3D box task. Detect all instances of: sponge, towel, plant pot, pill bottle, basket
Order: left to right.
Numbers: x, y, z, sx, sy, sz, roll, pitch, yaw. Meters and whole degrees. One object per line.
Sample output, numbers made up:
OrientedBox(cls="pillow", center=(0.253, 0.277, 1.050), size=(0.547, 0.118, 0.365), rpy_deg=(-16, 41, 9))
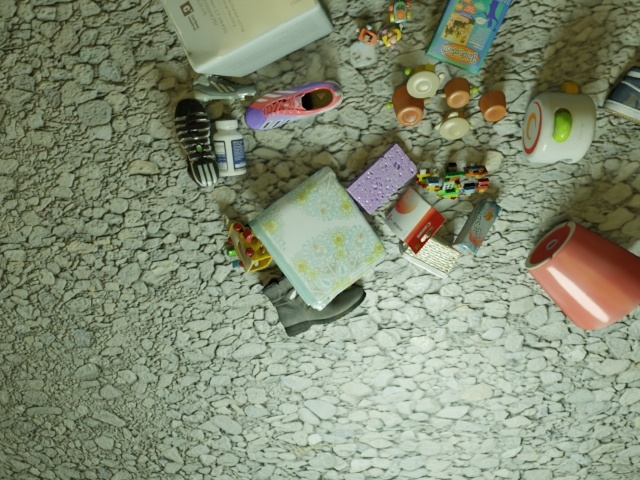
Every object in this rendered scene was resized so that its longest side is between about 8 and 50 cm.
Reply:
OrientedBox(cls="pill bottle", center=(-0.291, -0.298, 1.360), size=(0.094, 0.094, 0.169), rpy_deg=(0, 109, 7))
OrientedBox(cls="towel", center=(0.000, 0.000, 1.384), size=(0.321, 0.090, 0.374), rpy_deg=(-37, 102, -7))
OrientedBox(cls="sponge", center=(0.193, -0.193, 1.340), size=(0.210, 0.031, 0.117), rpy_deg=(-43, 108, 6))
OrientedBox(cls="basket", center=(0.354, 0.032, 1.386), size=(0.167, 0.113, 0.103), rpy_deg=(28, 107, -4))
OrientedBox(cls="plant pot", center=(0.784, 0.089, 1.284), size=(0.243, 0.275, 0.275), rpy_deg=(41, 110, 4))

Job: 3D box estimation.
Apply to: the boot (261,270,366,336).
OrientedBox(cls="boot", center=(-0.029, 0.184, 1.492), size=(0.338, 0.118, 0.222), rpy_deg=(-26, 98, 10))

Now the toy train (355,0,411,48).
OrientedBox(cls="toy train", center=(0.180, -0.610, 1.198), size=(0.125, 0.046, 0.166), rpy_deg=(28, 126, -11))

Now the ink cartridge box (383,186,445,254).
OrientedBox(cls="ink cartridge box", center=(0.287, -0.063, 1.328), size=(0.045, 0.179, 0.145), rpy_deg=(24, 113, -31))

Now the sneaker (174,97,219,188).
OrientedBox(cls="sneaker", center=(-0.411, -0.296, 1.368), size=(0.107, 0.162, 0.281), rpy_deg=(-11, 88, -26))

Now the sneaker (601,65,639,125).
OrientedBox(cls="sneaker", center=(0.952, -0.382, 1.168), size=(0.282, 0.099, 0.153), rpy_deg=(22, 112, 3))

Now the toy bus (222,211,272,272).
OrientedBox(cls="toy bus", center=(-0.241, 0.006, 1.455), size=(0.104, 0.191, 0.202), rpy_deg=(-16, 114, -33))

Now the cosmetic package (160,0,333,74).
OrientedBox(cls="cosmetic package", center=(-0.187, -0.636, 1.067), size=(0.328, 0.393, 0.329), rpy_deg=(-22, 105, 14))

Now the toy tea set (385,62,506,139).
OrientedBox(cls="toy tea set", center=(0.364, -0.409, 1.231), size=(0.336, 0.124, 0.200), rpy_deg=(13, 146, -16))

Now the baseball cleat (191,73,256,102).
OrientedBox(cls="baseball cleat", center=(-0.301, -0.483, 1.308), size=(0.206, 0.072, 0.109), rpy_deg=(-3, 109, 8))

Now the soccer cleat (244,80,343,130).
OrientedBox(cls="soccer cleat", center=(-0.090, -0.408, 1.283), size=(0.319, 0.116, 0.108), rpy_deg=(-12, 107, 11))

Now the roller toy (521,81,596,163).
OrientedBox(cls="roller toy", center=(0.662, -0.313, 1.183), size=(0.146, 0.209, 0.191), rpy_deg=(3, 145, 7))

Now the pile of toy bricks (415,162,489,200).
OrientedBox(cls="pile of toy bricks", center=(0.410, -0.168, 1.322), size=(0.213, 0.118, 0.105), rpy_deg=(-5, 141, 0))

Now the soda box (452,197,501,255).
OrientedBox(cls="soda box", center=(0.485, -0.042, 1.322), size=(0.058, 0.063, 0.183), rpy_deg=(35, 76, -7))

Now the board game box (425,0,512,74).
OrientedBox(cls="board game box", center=(0.411, -0.596, 1.189), size=(0.160, 0.047, 0.210), rpy_deg=(22, 110, -1))
